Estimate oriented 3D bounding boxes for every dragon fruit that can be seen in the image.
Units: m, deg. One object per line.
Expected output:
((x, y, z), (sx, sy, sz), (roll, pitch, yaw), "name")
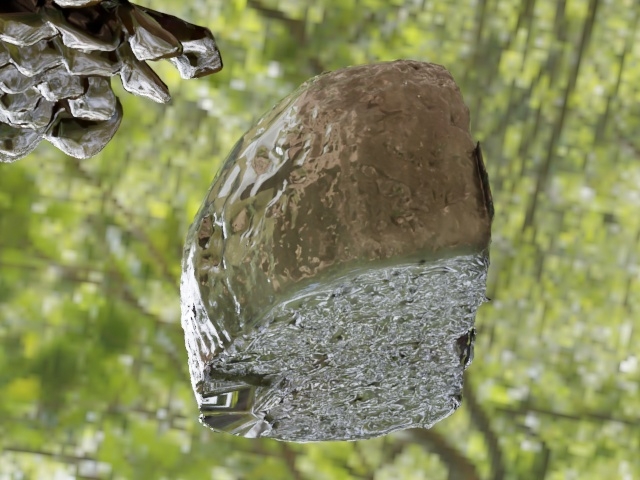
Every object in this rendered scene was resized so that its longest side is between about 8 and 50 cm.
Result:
((0.000, 0.000, 1.383), (0.204, 0.221, 0.283), (-3, 152, -7), "dragon fruit")

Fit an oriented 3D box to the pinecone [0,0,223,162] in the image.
((-0.209, -0.240, 1.066), (0.384, 0.384, 0.384), (9, -169, -2), "pinecone")
